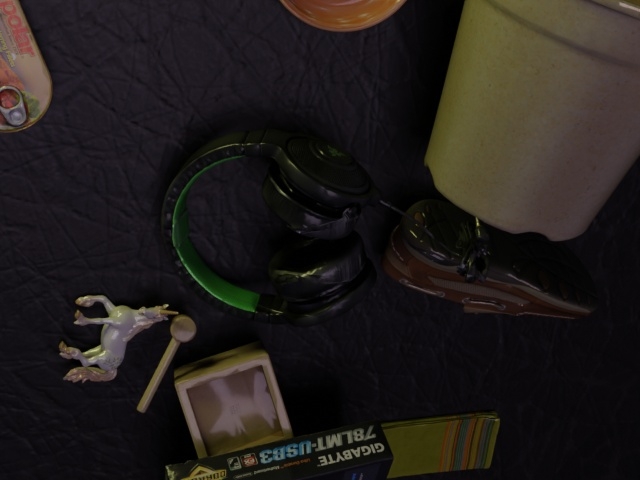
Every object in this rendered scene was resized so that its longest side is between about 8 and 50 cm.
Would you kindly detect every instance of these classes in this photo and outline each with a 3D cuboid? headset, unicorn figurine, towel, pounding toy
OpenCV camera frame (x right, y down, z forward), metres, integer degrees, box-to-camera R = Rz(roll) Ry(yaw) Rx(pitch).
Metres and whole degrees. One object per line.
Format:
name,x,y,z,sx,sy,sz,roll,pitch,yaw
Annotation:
headset,0.000,0.000,1.152,0.394,0.185,0.243,1,117,6
unicorn figurine,-0.265,0.116,1.236,0.111,0.060,0.162,16,124,-23
towel,0.157,0.317,1.471,0.237,0.021,0.102,-3,113,-16
pounding toy,-0.153,0.189,1.283,0.181,0.094,0.206,-18,99,-7

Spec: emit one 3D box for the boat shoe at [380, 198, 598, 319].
boat shoe,0.228,0.041,1.327,0.324,0.123,0.120,20,137,-21

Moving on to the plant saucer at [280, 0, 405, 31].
plant saucer,0.027,-0.345,1.123,0.199,0.037,0.200,-7,116,-15

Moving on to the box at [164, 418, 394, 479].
box,-0.069,0.374,1.327,0.293,0.073,0.296,-9,141,-19

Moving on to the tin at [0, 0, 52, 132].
tin,-0.365,-0.212,1.064,0.106,0.040,0.190,-18,118,-4

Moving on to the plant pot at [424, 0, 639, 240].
plant pot,0.278,-0.181,1.140,0.333,0.334,0.306,7,122,-20
